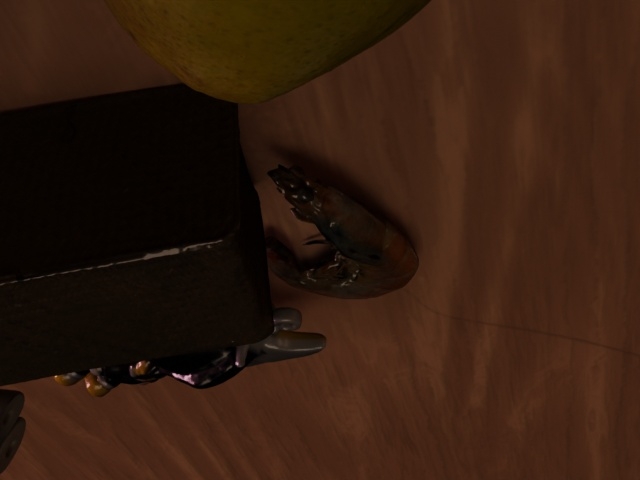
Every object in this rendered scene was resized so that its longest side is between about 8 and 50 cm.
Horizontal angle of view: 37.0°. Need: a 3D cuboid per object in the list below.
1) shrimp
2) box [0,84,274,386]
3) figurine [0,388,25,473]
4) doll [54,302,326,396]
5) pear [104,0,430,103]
[{"bbox_3d":[0.000,0.002,0.925,0.143,0.052,0.251,-19,140,22],"label":"shrimp"},{"bbox_3d":[-0.185,-0.006,0.792,0.273,0.184,0.143,-10,141,3],"label":"box"},{"bbox_3d":[-0.453,0.108,0.829,0.381,0.205,0.225,10,137,15],"label":"figurine"},{"bbox_3d":[-0.147,0.111,1.009,0.316,0.103,0.145,-19,124,30],"label":"doll"},{"bbox_3d":[-0.020,-0.214,0.495,0.252,0.253,0.307,5,142,-11],"label":"pear"}]
